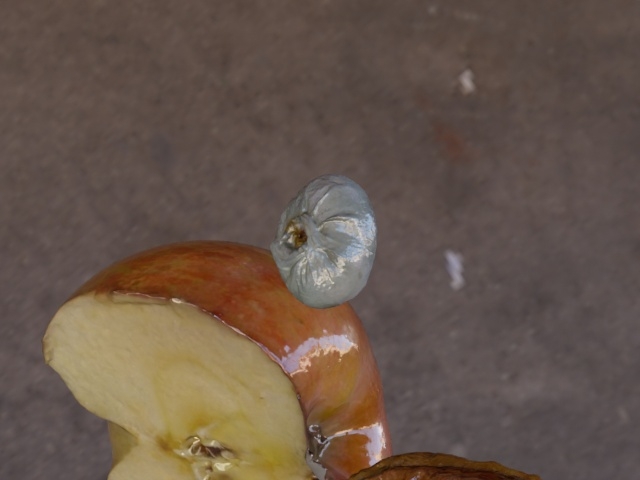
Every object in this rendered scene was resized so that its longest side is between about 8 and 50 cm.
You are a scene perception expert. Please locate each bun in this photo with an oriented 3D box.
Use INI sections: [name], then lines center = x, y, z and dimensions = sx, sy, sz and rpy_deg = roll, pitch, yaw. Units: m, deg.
[bun]
center = 0.000, 0.000, 1.119
dimensions = 0.045, 0.083, 0.083
rpy_deg = 13, 58, -40

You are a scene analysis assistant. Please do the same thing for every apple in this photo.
[apple]
center = -0.050, 0.112, 1.371
dimensions = 0.163, 0.251, 0.293
rpy_deg = -53, 134, -43

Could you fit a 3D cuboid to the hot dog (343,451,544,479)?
[hot dog]
center = 0.069, 0.195, 0.946
dimensions = 0.099, 0.227, 0.160
rpy_deg = 63, 36, -50
